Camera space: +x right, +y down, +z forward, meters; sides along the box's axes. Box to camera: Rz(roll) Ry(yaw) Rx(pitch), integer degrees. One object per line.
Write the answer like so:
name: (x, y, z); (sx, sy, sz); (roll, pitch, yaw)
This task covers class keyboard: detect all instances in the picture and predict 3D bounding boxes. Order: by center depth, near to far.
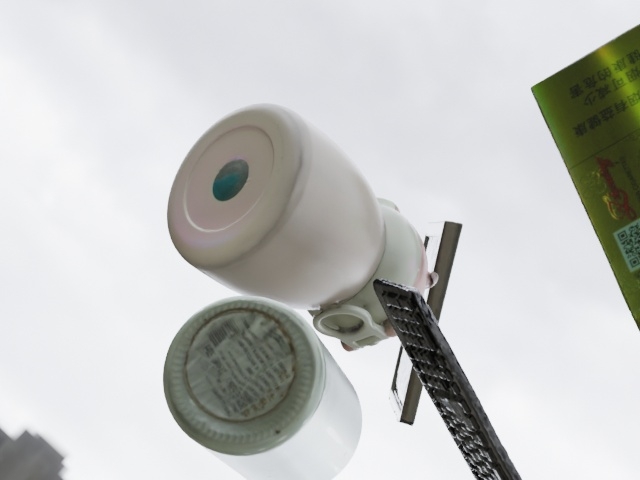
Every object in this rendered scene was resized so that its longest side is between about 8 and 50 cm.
keyboard: (0.108, 0.137, 1.209); (0.250, 0.017, 0.087); (61, -15, -13)

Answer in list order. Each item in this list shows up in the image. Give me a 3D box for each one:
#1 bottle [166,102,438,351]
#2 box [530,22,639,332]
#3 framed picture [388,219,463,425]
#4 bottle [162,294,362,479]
bottle: (0.000, 0.000, 1.418); (0.147, 0.147, 0.236); (11, -17, 46)
box: (0.333, -0.067, 1.657); (0.043, 0.173, 0.311); (37, 28, -52)
framed picture: (0.098, 0.075, 1.662); (0.018, 0.192, 0.265); (13, -1, 0)
bottle: (-0.030, 0.112, 1.155); (0.104, 0.104, 0.245); (34, -8, 17)
